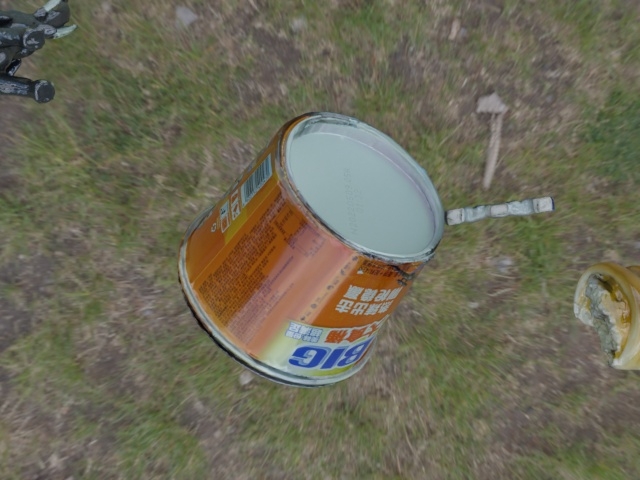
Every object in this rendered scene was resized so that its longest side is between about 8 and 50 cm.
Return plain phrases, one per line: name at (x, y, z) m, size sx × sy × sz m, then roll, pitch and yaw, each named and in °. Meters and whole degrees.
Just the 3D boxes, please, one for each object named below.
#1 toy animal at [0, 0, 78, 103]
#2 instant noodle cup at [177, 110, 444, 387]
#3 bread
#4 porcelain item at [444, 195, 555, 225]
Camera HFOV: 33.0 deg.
toy animal at (-0.321, -0.188, 1.076) m, size 0.137 × 0.269 × 0.082 m, roll 24°, pitch 134°, yaw 34°
instant noodle cup at (0.000, 0.000, 1.295) m, size 0.296 × 0.296 × 0.214 m, roll 42°, pitch 129°, yaw 3°
bread at (0.327, 0.074, 1.048) m, size 0.177 × 0.119 × 0.084 m, roll 9°, pitch 113°, yaw -21°
porcelain item at (0.223, -0.037, 1.359) m, size 0.136 × 0.075 × 0.021 m, roll -7°, pitch 90°, yaw 5°
